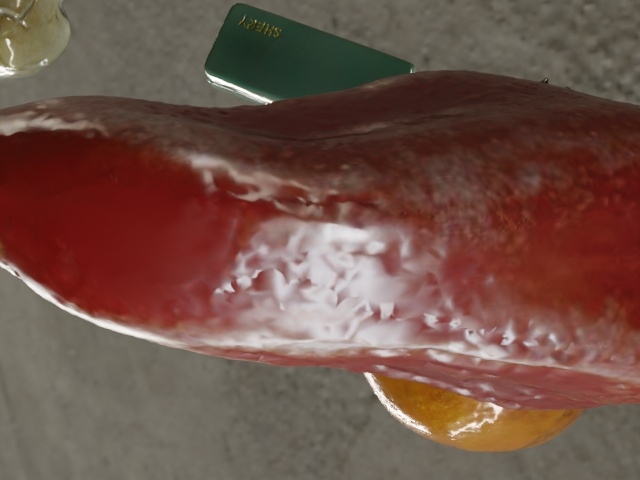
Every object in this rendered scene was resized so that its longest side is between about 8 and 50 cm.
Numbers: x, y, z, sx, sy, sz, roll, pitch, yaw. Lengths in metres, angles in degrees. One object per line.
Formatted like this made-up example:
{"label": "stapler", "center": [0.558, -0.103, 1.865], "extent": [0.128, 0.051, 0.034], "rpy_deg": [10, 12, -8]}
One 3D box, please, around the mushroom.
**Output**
{"label": "mushroom", "center": [-0.250, -0.102, 1.092], "extent": [0.278, 0.099, 0.096], "rpy_deg": [-33, 30, 43]}

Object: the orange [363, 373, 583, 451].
{"label": "orange", "center": [0.144, 0.069, 1.588], "extent": [0.284, 0.226, 0.284], "rpy_deg": [50, -158, -28]}

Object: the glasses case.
{"label": "glasses case", "center": [-0.009, -0.149, 1.510], "extent": [0.039, 0.184, 0.077], "rpy_deg": [70, -138, -73]}

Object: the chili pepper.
{"label": "chili pepper", "center": [0.000, 0.000, 0.522], "extent": [0.136, 0.253, 0.144], "rpy_deg": [-62, 37, 40]}
